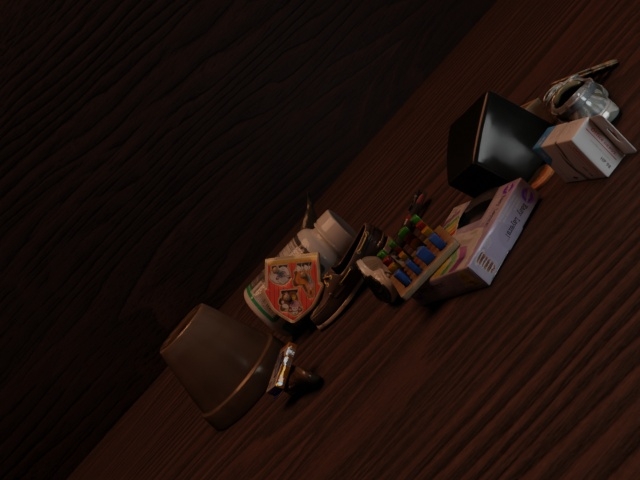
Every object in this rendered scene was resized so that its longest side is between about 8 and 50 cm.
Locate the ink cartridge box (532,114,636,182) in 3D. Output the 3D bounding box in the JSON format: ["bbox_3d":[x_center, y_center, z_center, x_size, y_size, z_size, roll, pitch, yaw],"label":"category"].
[{"bbox_3d":[0.492,-0.170,1.534,0.060,0.104,0.180,-50,10,-10],"label":"ink cartridge box"}]

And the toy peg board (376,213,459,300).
[{"bbox_3d":[0.195,0.025,1.732,0.161,0.079,0.160,-48,11,7],"label":"toy peg board"}]

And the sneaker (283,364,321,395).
[{"bbox_3d":[-0.049,0.348,1.991,0.188,0.066,0.071,155,138,-76],"label":"sneaker"}]

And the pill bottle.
[{"bbox_3d":[-0.040,0.095,2.428,0.361,0.204,0.204,-46,11,9],"label":"pill bottle"}]

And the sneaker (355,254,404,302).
[{"bbox_3d":[0.163,0.082,2.010,0.108,0.100,0.271,-35,13,-6],"label":"sneaker"}]

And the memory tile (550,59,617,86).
[{"bbox_3d":[0.623,-0.397,1.937,0.113,0.012,0.148,-22,5,-13],"label":"memory tile"}]

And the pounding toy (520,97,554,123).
[{"bbox_3d":[0.473,-0.250,1.974,0.141,0.100,0.130,-41,8,-22],"label":"pounding toy"}]

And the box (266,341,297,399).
[{"bbox_3d":[-0.099,0.326,2.026,0.081,0.028,0.136,-49,18,60],"label":"box"}]

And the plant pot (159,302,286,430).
[{"bbox_3d":[-0.305,0.343,2.392,0.323,0.280,0.323,-47,10,10],"label":"plant pot"}]

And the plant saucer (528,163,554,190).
[{"bbox_3d":[0.468,-0.136,1.752,0.083,0.013,0.083,-46,11,12],"label":"plant saucer"}]

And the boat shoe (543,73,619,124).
[{"bbox_3d":[0.556,-0.309,1.780,0.118,0.103,0.320,-44,11,19],"label":"boat shoe"}]

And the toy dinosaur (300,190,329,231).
[{"bbox_3d":[0.000,0.000,2.618,0.160,0.313,0.121,-28,28,-28],"label":"toy dinosaur"}]

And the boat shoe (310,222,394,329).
[{"bbox_3d":[0.067,0.098,2.235,0.324,0.097,0.116,-52,12,11],"label":"boat shoe"}]

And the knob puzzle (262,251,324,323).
[{"bbox_3d":[-0.082,0.136,2.308,0.213,0.213,0.030,-46,-23,9],"label":"knob puzzle"}]

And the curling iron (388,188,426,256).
[{"bbox_3d":[0.242,-0.040,2.264,0.068,0.035,0.274,111,-176,-51],"label":"curling iron"}]

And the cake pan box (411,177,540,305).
[{"bbox_3d":[0.317,0.004,1.714,0.267,0.070,0.246,-54,14,-26],"label":"cake pan box"}]

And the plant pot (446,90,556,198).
[{"bbox_3d":[0.383,-0.186,1.807,0.167,0.188,0.187,-67,9,-25],"label":"plant pot"}]
